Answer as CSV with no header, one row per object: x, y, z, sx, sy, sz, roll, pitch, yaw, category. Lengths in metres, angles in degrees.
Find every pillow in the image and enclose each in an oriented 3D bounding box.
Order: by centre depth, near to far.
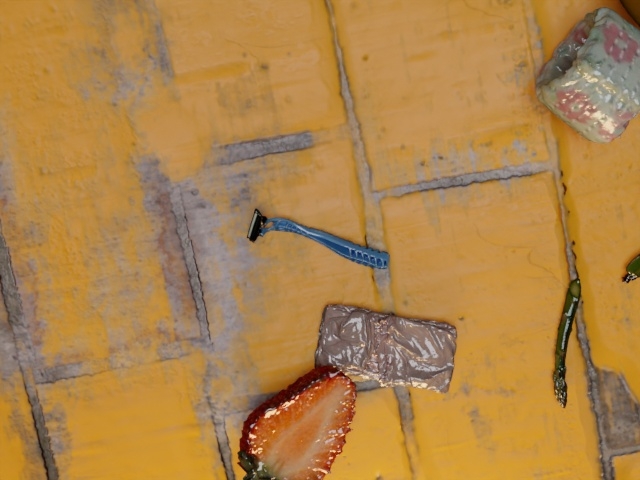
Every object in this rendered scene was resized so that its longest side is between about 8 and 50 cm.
0.118,0.194,1.687,0.249,0.049,0.135,10,99,0,pillow

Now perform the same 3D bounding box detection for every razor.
0.000,0.000,1.667,0.253,0.042,0.082,17,140,-1,razor

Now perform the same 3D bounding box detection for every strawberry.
-0.048,0.340,1.688,0.188,0.106,0.286,38,91,-21,strawberry

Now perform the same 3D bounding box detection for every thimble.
0.452,-0.264,1.531,0.149,0.211,0.185,36,110,-6,thimble

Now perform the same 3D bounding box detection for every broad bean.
0.626,0.045,1.651,0.196,0.046,0.061,-1,110,7,broad bean

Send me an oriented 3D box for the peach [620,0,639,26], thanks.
0.586,-0.426,1.509,0.251,0.153,0.251,2,74,-8,peach

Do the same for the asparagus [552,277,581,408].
0.436,0.183,1.686,0.034,0.027,0.235,8,98,12,asparagus
